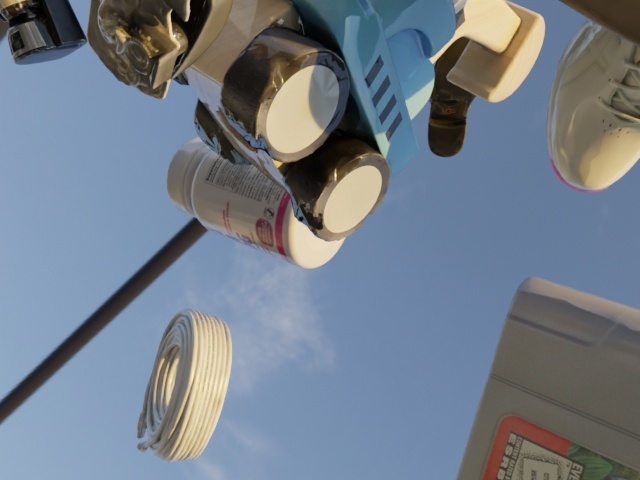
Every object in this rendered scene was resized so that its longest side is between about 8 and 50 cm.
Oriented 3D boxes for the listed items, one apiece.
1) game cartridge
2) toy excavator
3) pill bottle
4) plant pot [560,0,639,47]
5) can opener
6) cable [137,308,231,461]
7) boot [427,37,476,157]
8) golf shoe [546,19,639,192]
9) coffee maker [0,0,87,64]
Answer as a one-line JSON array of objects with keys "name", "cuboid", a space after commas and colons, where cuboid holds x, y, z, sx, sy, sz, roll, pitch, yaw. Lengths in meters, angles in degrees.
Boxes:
[{"name": "game cartridge", "cuboid": [0.164, 0.188, 0.379, 0.196, 0.060, 0.294, 18, -82, 30]}, {"name": "toy excavator", "cuboid": [0.082, -0.216, 0.770, 0.445, 0.433, 0.222, -45, -124, -8]}, {"name": "pill bottle", "cuboid": [-0.102, -0.071, 1.090, 0.283, 0.160, 0.160, 21, -61, 34]}, {"name": "plant pot", "cuboid": [0.322, -0.301, 0.505, 0.323, 0.323, 0.280, 34, -52, 11]}, {"name": "can opener", "cuboid": [-0.082, -0.198, 0.405, 0.076, 0.095, 0.283, 41, -39, 3]}, {"name": "cable", "cuboid": [-0.230, 0.249, 1.177, 0.257, 0.089, 0.257, -18, -121, 63]}, {"name": "boot", "cuboid": [0.239, -0.302, 1.253, 0.091, 0.229, 0.263, 11, -51, 1]}, {"name": "golf shoe", "cuboid": [0.290, -0.175, 0.591, 0.115, 0.140, 0.306, 20, -67, 2]}, {"name": "coffee maker", "cuboid": [-0.475, -0.406, 1.170, 0.120, 0.171, 0.178, 4, -62, 60]}]
